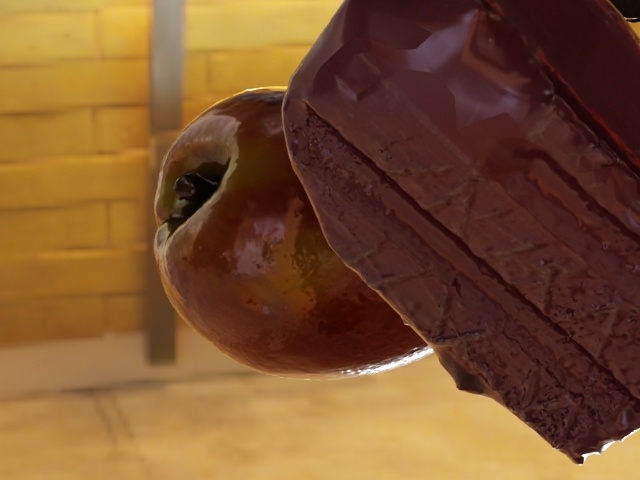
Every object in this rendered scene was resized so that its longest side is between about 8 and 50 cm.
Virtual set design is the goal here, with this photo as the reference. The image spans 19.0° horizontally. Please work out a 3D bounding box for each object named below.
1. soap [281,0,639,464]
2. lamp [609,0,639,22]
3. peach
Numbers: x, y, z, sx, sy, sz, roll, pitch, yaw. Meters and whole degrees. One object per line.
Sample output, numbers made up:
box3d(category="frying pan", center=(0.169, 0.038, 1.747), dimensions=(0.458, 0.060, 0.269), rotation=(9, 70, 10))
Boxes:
box3d(category="soap", center=(0.118, -0.028, 1.120), dimensions=(0.220, 0.325, 0.127), rotation=(-36, -163, 43))
box3d(category="lamp", center=(0.391, -0.233, 1.580), dimensions=(0.371, 0.130, 0.108), rotation=(3, -168, 41))
box3d(category="peach", center=(0.000, 0.000, 1.567), dimensions=(0.281, 0.238, 0.281), rotation=(6, 157, 3))
